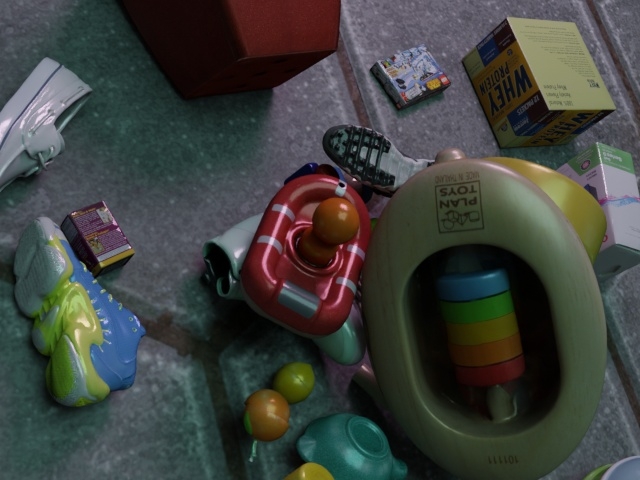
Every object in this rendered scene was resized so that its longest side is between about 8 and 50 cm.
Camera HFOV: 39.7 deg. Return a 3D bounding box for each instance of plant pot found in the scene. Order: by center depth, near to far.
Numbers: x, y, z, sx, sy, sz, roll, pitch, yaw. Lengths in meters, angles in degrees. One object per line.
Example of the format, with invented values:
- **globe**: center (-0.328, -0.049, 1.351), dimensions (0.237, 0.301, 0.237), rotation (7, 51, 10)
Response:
- **plant pot**: center (-0.119, -0.355, 1.313), dimensions (0.267, 0.267, 0.235), rotation (-15, 88, -37)
- **plant pot**: center (0.283, 0.039, 1.366), dimensions (0.254, 0.254, 0.239), rotation (32, 67, -14)

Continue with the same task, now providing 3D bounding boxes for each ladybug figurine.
- **ladybug figurine**: center (0.214, 0.096, 1.166), dimensions (0.162, 0.305, 0.448), rotation (-42, 125, -70)

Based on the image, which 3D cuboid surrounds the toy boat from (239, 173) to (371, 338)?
- **toy boat**: center (0.000, 0.000, 1.132), dimensions (0.151, 0.151, 0.231), rotation (28, 46, -11)

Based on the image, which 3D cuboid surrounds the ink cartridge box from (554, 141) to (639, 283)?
- **ink cartridge box**: center (0.488, -0.043, 1.585), dimensions (0.093, 0.154, 0.212), rotation (14, 59, -26)

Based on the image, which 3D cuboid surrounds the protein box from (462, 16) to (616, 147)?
- **protein box**: center (0.416, -0.299, 1.691), dimensions (0.200, 0.136, 0.201), rotation (-7, 69, -36)

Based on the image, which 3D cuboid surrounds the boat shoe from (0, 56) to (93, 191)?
- **boat shoe**: center (-0.367, -0.130, 1.123), dimensions (0.084, 0.095, 0.258), rotation (28, 54, -12)

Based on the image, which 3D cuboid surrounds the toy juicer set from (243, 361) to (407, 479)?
- **toy juicer set**: center (0.020, 0.256, 1.180), dimensions (0.329, 0.089, 0.209), rotation (-2, 47, -50)

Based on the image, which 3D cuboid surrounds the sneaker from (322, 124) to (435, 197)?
- **sneaker**: center (0.089, -0.106, 1.320), dimensions (0.234, 0.106, 0.078), rotation (18, 80, -29)

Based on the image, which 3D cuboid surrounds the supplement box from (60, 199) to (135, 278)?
- **supplement box**: center (-0.286, -0.001, 1.137), dimensions (0.055, 0.043, 0.083), rotation (-27, 82, -39)

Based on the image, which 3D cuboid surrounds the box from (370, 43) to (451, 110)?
- **box**: center (0.164, -0.296, 1.598), dimensions (0.137, 0.027, 0.094), rotation (-28, 80, -39)

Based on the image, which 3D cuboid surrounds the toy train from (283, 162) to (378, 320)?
- **toy train**: center (0.051, 0.002, 1.326), dimensions (0.143, 0.105, 0.247), rotation (-9, 70, -50)

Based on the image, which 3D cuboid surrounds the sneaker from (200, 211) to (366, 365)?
- **sneaker**: center (-0.059, 0.086, 1.202), dimensions (0.151, 0.094, 0.256), rotation (-24, 70, -45)

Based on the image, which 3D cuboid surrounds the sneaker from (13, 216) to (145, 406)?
- **sneaker**: center (-0.289, 0.086, 1.077), dimensions (0.126, 0.091, 0.240), rotation (7, 60, -51)

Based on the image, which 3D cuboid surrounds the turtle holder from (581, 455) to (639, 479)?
- **turtle holder**: center (0.469, 0.427, 1.269), dimensions (0.321, 0.227, 0.243), rotation (9, 61, -29)
